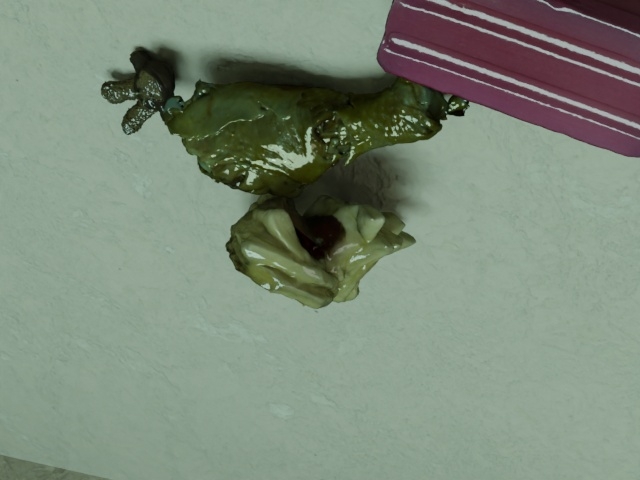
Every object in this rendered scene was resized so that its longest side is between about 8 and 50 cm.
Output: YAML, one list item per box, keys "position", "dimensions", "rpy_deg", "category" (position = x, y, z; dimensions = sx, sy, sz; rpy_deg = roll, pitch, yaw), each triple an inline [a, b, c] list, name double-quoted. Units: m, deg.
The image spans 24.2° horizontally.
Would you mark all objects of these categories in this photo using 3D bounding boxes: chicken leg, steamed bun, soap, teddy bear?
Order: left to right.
- position: [-0.251, -0.221, 2.201]
  dimensions: [0.160, 0.078, 0.119]
  rpy_deg: [-25, 93, 57]
  category: "teddy bear"
- position: [-0.003, -0.164, 2.083]
  dimensions: [0.429, 0.153, 0.201]
  rpy_deg: [-8, 107, 27]
  category: "chicken leg"
- position: [0.000, 0.000, 2.226]
  dimensions: [0.247, 0.189, 0.428]
  rpy_deg: [34, -178, -3]
  category: "steamed bun"
- position: [0.264, -0.255, 1.802]
  dimensions: [0.359, 0.128, 0.233]
  rpy_deg: [20, 150, 2]
  category: "soap"
